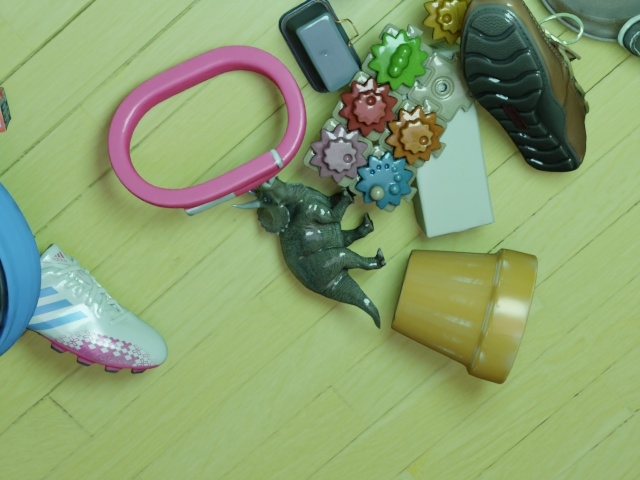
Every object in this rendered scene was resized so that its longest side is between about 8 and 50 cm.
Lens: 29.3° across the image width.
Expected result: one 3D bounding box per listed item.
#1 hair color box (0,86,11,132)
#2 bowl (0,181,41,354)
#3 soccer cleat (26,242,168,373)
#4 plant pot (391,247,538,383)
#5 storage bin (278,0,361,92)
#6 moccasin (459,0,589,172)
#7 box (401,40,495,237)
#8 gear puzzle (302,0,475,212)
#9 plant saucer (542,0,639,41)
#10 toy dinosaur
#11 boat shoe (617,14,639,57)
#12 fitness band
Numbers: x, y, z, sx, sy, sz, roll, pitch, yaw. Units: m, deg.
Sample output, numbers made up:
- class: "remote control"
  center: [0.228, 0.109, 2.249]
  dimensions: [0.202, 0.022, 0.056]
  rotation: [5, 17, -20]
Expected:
- class: "hair color box"
  center: [-0.526, -0.169, 1.723]
  dimensions: [0.167, 0.093, 0.053]
  rotation: [-11, 109, -6]
- class: "bowl"
  center: [-0.588, 0.032, 1.709]
  dimensions: [0.391, 0.077, 0.391]
  rotation: [5, 118, 10]
- class: "soccer cleat"
  center: [-0.368, 0.090, 1.811]
  dimensions: [0.331, 0.116, 0.143]
  rotation: [21, 108, -14]
- class: "plant pot"
  center: [0.214, 0.097, 1.881]
  dimensions: [0.188, 0.205, 0.205]
  rotation: [15, 104, 3]
- class: "storage bin"
  center: [0.012, -0.280, 1.777]
  dimensions: [0.098, 0.091, 0.135]
  rotation: [-30, 110, 1]
- class: "moccasin"
  center: [0.305, -0.241, 1.744]
  dimensions: [0.380, 0.139, 0.147]
  rotation: [40, 59, -48]
- class: "box"
  center: [0.180, -0.153, 1.841]
  dimensions: [0.113, 0.094, 0.275]
  rotation: [-12, 108, -4]
- class: "gear puzzle"
  center: [0.131, -0.206, 1.744]
  dimensions: [0.175, 0.044, 0.339]
  rotation: [30, 101, -14]
- class: "plant saucer"
  center: [0.446, -0.453, 1.817]
  dimensions: [0.311, 0.050, 0.310]
  rotation: [-3, 107, -9]
- class: "toy dinosaur"
  center: [0.000, 0.000, 1.864]
  dimensions: [0.160, 0.121, 0.313]
  rotation: [-23, 114, 11]
- class: "boat shoe"
  center: [0.550, -0.289, 1.836]
  dimensions: [0.228, 0.068, 0.081]
  rotation: [3, 131, -28]
- class: "fitness band"
  center: [-0.163, -0.160, 1.754]
  dimensions: [0.291, 0.054, 0.209]
  rotation: [-25, 77, 0]
